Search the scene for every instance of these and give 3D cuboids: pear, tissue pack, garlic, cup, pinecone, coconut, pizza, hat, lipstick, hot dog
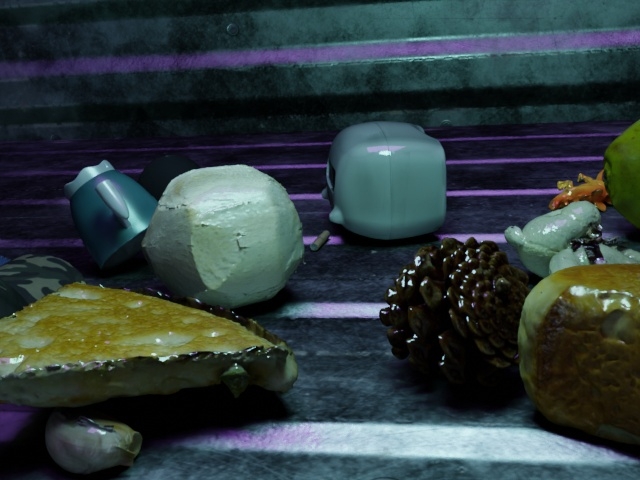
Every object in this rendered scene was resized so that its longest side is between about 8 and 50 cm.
[{"bbox_3d":[0.695,-0.129,1.545,0.322,0.268,0.269,5,17,0],"label":"pear"},{"bbox_3d":[0.125,-0.135,1.742,0.236,0.229,0.333,-3,16,-4],"label":"tissue pack"},{"bbox_3d":[-0.270,0.224,0.921,0.152,0.066,0.084,10,-7,32],"label":"garlic"},{"bbox_3d":[-0.409,-0.057,1.596,0.168,0.173,0.299,-37,-4,-17],"label":"cup"},{"bbox_3d":[0.173,0.096,1.050,0.208,0.207,0.207,-3,16,1],"label":"pinecone"},{"bbox_3d":[-0.168,0.000,1.353,0.248,0.244,0.245,-15,19,-21],"label":"coconut"},{"bbox_3d":[-0.296,-0.092,1.855,0.223,0.169,0.177,23,3,-35],"label":"cup"},{"bbox_3d":[-0.215,0.136,1.048,0.392,0.080,0.435,4,12,7],"label":"pizza"},{"bbox_3d":[-0.546,0.069,1.279,0.367,0.257,0.381,0,36,6],"label":"hat"},{"bbox_3d":[0.000,0.000,1.687,0.019,0.018,0.094,1,17,15],"label":"lipstick"},{"bbox_3d":[0.432,0.123,0.875,0.405,0.185,0.223,10,23,40],"label":"hot dog"}]

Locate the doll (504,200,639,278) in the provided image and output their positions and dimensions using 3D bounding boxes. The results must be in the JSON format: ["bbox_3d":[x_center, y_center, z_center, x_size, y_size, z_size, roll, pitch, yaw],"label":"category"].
[{"bbox_3d":[0.447,0.026,1.322,0.175,0.149,0.278,25,8,-42],"label":"doll"}]

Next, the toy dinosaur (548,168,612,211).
[{"bbox_3d":[0.617,-0.108,1.843,0.288,0.070,0.117,-21,34,-37],"label":"toy dinosaur"}]

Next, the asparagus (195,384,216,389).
[{"bbox_3d":[-0.233,0.175,1.121,0.236,0.027,0.034,7,-2,28],"label":"asparagus"}]

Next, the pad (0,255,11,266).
[{"bbox_3d":[-0.752,0.070,1.628,0.270,0.012,0.269,-18,22,-39],"label":"pad"}]
